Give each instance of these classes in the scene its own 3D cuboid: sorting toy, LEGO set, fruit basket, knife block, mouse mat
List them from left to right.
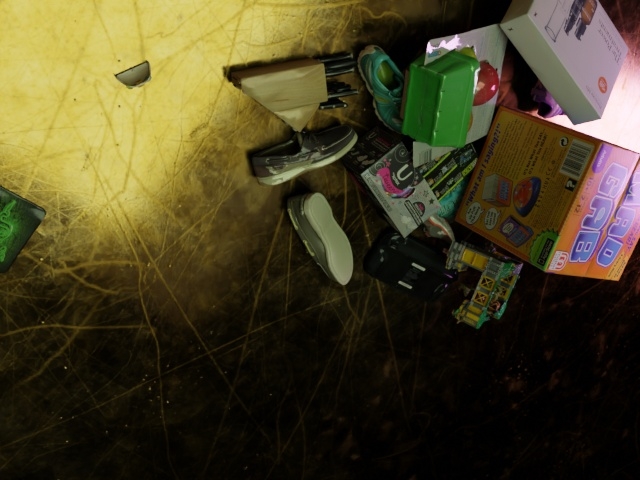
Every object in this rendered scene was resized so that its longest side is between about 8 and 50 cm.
[{"bbox_3d":[-0.748,-0.028,1.604,0.153,0.007,0.189,33,98,-32],"label":"mouse mat"},{"bbox_3d":[-0.410,-0.361,1.561,0.083,0.075,0.044,-27,121,-10],"label":"sorting toy"},{"bbox_3d":[-0.043,-0.404,1.700,0.276,0.088,0.242,32,96,-32],"label":"knife block"},{"bbox_3d":[0.356,-0.385,1.791,0.353,0.166,0.326,-31,136,-41],"label":"fruit basket"},{"bbox_3d":[0.452,0.114,2.066,0.331,0.192,0.254,-15,126,-57],"label":"LEGO set"}]

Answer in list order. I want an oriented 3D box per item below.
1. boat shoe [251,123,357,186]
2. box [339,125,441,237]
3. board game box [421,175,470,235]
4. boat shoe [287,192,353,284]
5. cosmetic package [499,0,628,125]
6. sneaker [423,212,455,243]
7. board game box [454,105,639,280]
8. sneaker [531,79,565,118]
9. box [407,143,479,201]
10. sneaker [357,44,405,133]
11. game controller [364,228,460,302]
[{"bbox_3d":[-0.041,-0.233,1.772,0.285,0.103,0.092,-25,126,-5],"label":"boat shoe"},{"bbox_3d":[0.190,-0.158,1.871,0.142,0.163,0.247,-40,123,-1],"label":"box"},{"bbox_3d":[0.370,-0.108,2.057,0.186,0.026,0.126,-31,121,-8],"label":"board game box"},{"bbox_3d":[0.002,-0.003,1.903,0.109,0.091,0.304,-56,134,-38],"label":"boat shoe"},{"bbox_3d":[0.658,-0.540,1.852,0.377,0.097,0.284,42,64,-26],"label":"cosmetic package"},{"bbox_3d":[0.336,-0.035,2.037,0.065,0.061,0.158,-32,125,25],"label":"sneaker"},{"bbox_3d":[0.674,-0.132,1.960,0.357,0.356,0.356,7,110,-37],"label":"board game box"},{"bbox_3d":[0.653,-0.448,1.994,0.105,0.095,0.236,-24,122,-4],"label":"sneaker"},{"bbox_3d":[0.342,-0.229,1.951,0.191,0.045,0.184,-44,127,-9],"label":"box"},{"bbox_3d":[0.186,-0.377,1.802,0.107,0.110,0.275,-40,123,-3],"label":"sneaker"},{"bbox_3d":[0.281,0.083,2.094,0.319,0.067,0.166,27,115,-31],"label":"game controller"}]
